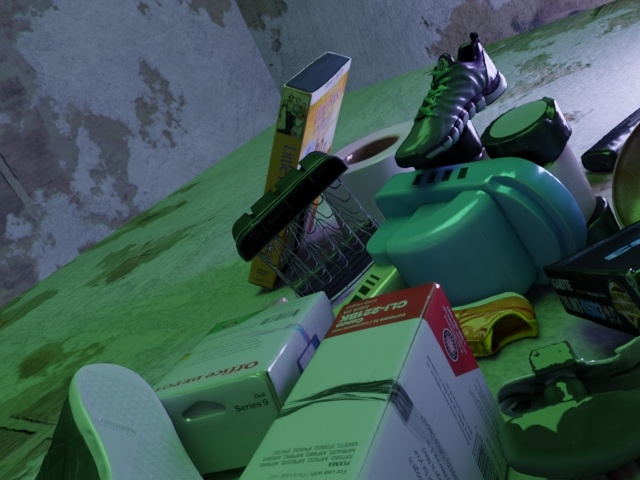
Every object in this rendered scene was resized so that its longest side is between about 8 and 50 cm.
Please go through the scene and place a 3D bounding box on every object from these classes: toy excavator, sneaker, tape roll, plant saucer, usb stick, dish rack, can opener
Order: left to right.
[{"bbox_3d":[-0.157,0.248,0.523,0.296,0.104,0.147,48,119,46],"label":"sneaker"},{"bbox_3d":[0.000,0.000,1.063,0.208,0.271,0.074,-42,40,-1],"label":"dish rack"},{"bbox_3d":[0.131,-0.112,1.334,0.246,0.169,0.246,-23,18,8],"label":"tape roll"},{"bbox_3d":[0.124,0.037,0.928,0.445,0.222,0.432,-47,25,-28],"label":"toy excavator"},{"bbox_3d":[0.162,-0.193,0.908,0.223,0.098,0.083,-45,24,-26],"label":"sneaker"},{"bbox_3d":[0.181,0.117,0.820,0.175,0.064,0.067,-25,28,14],"label":"sneaker"},{"bbox_3d":[0.571,-0.204,1.184,0.278,0.045,0.077,-36,13,-25],"label":"usb stick"},{"bbox_3d":[0.464,-0.083,0.848,0.036,0.199,0.198,8,7,-22],"label":"plant saucer"},{"bbox_3d":[0.250,0.081,0.428,0.280,0.074,0.093,-24,52,14],"label":"can opener"}]

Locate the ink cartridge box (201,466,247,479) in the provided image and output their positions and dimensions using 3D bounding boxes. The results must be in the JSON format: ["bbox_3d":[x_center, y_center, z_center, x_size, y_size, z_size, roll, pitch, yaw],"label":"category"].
[{"bbox_3d":[-0.099,0.309,0.591,0.198,0.115,0.273,-12,23,37],"label":"ink cartridge box"}]

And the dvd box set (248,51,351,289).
[{"bbox_3d":[-0.041,-0.149,1.357,0.062,0.421,0.308,18,29,7],"label":"dvd box set"}]

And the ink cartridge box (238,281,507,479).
[{"bbox_3d":[0.060,0.196,0.554,0.114,0.197,0.273,-17,20,30],"label":"ink cartridge box"}]

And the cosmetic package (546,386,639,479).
[{"bbox_3d":[0.310,0.146,0.458,0.296,0.129,0.153,-23,19,13],"label":"cosmetic package"}]

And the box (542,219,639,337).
[{"bbox_3d":[0.384,-0.009,0.612,0.295,0.073,0.293,-27,-5,6],"label":"box"}]

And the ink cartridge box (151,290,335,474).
[{"bbox_3d":[-0.074,0.147,0.699,0.154,0.093,0.212,-18,8,19],"label":"ink cartridge box"}]
